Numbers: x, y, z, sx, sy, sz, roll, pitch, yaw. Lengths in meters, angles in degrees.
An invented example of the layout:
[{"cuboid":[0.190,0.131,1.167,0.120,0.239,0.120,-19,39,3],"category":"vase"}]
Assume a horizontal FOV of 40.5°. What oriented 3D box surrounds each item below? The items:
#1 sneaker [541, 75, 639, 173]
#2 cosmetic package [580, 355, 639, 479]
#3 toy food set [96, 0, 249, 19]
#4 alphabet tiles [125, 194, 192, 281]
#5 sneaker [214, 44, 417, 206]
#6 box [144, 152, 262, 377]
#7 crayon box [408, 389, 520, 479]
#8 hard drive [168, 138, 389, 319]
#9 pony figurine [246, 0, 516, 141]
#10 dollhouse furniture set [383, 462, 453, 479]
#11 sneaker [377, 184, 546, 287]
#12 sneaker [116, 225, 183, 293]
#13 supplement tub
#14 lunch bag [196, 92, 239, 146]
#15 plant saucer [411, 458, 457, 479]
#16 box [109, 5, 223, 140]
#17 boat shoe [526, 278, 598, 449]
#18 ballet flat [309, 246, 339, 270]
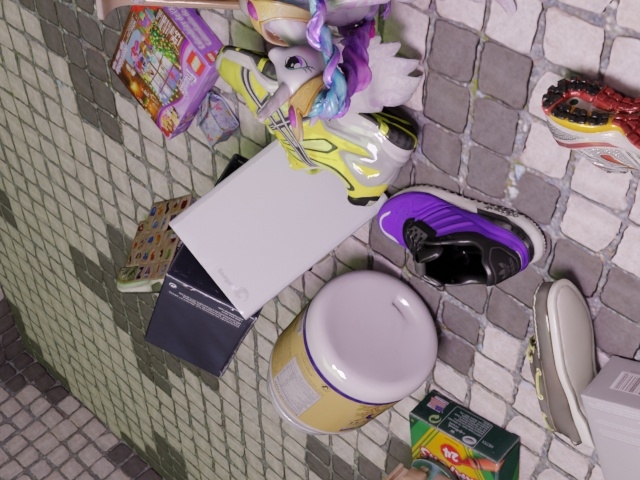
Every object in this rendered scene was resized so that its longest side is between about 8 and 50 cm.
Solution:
[{"cuboid":[0.372,-0.121,1.021,0.225,0.088,0.092,29,161,33],"category":"sneaker"},{"cuboid":[0.477,0.299,1.257,0.127,0.107,0.238,9,131,48],"category":"cosmetic package"},{"cuboid":[-0.179,-0.411,1.278,0.219,0.306,0.092,100,169,-50],"category":"toy food set"},{"cuboid":[-0.380,0.000,1.998,0.009,0.198,0.237,25,161,-32],"category":"alphabet tiles"},{"cuboid":[-0.036,-0.190,1.360,0.385,0.145,0.147,36,113,29],"category":"sneaker"},{"cuboid":[-0.176,0.053,1.628,0.183,0.296,0.294,27,146,-3],"category":"box"},{"cuboid":[0.280,0.461,1.679,0.202,0.081,0.318,24,139,37],"category":"crayon box"},{"cuboid":[-0.066,-0.044,1.435,0.203,0.307,0.040,51,173,3],"category":"hard drive"},{"cuboid":[0.019,-0.299,1.095,0.303,0.351,0.363,-47,62,54],"category":"pony figurine"},{"cuboid":[0.172,0.510,1.626,0.151,0.123,0.144,20,135,41],"category":"dollhouse furniture set"},{"cuboid":[0.175,0.001,1.309,0.293,0.146,0.102,14,131,44],"category":"sneaker"},{"cuboid":[-0.381,0.037,2.108,0.410,0.158,0.182,-6,85,56],"category":"sneaker"},{"cuboid":[0.043,0.220,1.599,0.241,0.241,0.331,49,148,7],"category":"supplement tub"},{"cuboid":[-0.204,-0.232,1.657,0.083,0.053,0.071,61,147,5],"category":"lunch bag"},{"cuboid":[0.225,0.457,1.646,0.119,0.021,0.119,33,142,30],"category":"plant saucer"},{"cuboid":[-0.295,-0.343,1.659,0.201,0.057,0.293,51,148,2],"category":"box"},{"cuboid":[0.356,0.185,1.291,0.091,0.109,0.305,7,130,43],"category":"boat shoe"},{"cuboid":[0.000,0.000,1.615,0.074,0.074,0.203,48,141,8],"category":"ballet flat"}]
